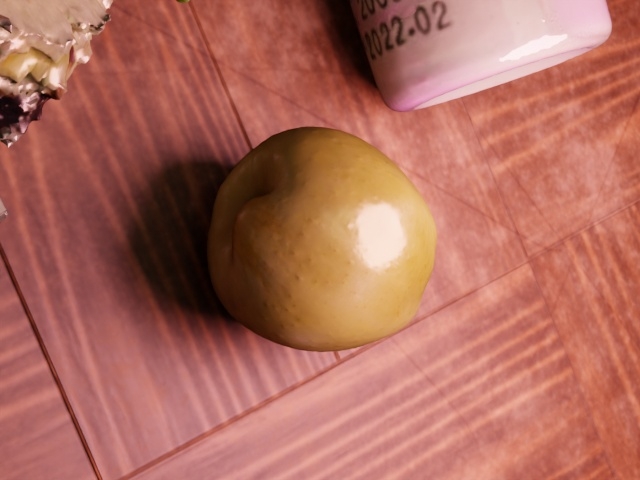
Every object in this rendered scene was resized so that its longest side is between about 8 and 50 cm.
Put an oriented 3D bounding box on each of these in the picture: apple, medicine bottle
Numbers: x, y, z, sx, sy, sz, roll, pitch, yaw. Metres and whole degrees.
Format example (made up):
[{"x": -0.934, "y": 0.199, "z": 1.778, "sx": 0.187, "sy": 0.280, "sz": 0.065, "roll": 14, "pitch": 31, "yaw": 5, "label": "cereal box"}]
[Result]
[{"x": 0.000, "y": 0.000, "z": 1.167, "sx": 0.200, "sy": 0.200, "sz": 0.200, "roll": 7, "pitch": 77, "yaw": -32, "label": "apple"}, {"x": 0.101, "y": -0.327, "z": 1.269, "sx": 0.219, "sy": 0.219, "sz": 0.388, "roll": -20, "pitch": 92, "yaw": -34, "label": "medicine bottle"}]

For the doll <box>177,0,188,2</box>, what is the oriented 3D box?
[{"x": -0.143, "y": -0.258, "z": 1.201, "sx": 0.190, "sy": 0.050, "sz": 0.115, "roll": -2, "pitch": 75, "yaw": -32, "label": "doll"}]

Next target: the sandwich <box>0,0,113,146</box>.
[{"x": -0.276, "y": -0.196, "z": 0.969, "sx": 0.262, "sy": 0.131, "sz": 0.325, "roll": 40, "pitch": 25, "yaw": -22, "label": "sandwich"}]

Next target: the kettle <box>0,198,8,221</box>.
[{"x": -0.308, "y": -0.053, "z": 1.038, "sx": 0.098, "sy": 0.127, "sz": 0.148, "roll": -28, "pitch": 100, "yaw": -2, "label": "kettle"}]
